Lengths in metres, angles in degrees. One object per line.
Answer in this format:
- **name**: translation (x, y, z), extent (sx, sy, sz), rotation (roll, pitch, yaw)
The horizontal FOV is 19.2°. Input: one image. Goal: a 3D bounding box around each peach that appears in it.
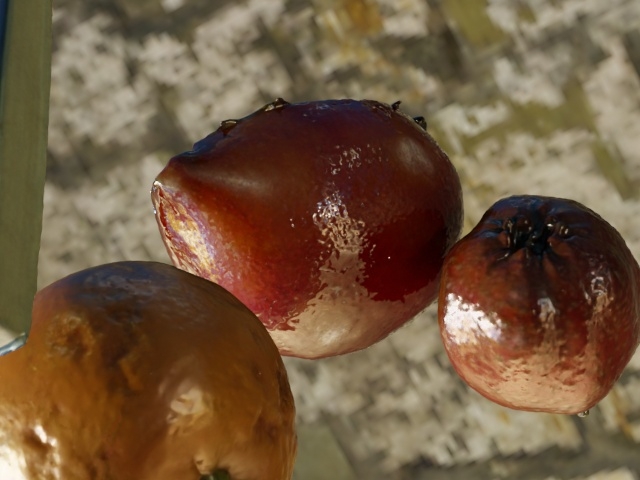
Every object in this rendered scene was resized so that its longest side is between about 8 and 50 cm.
- **peach**: translation (0.000, 0.000, 1.879), extent (0.361, 0.201, 0.258), rotation (6, -46, -49)

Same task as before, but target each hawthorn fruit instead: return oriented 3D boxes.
- **hawthorn fruit**: translation (0.219, 0.081, 1.838), extent (0.205, 0.253, 0.205), rotation (-10, 40, 8)

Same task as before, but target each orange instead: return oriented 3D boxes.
- **orange**: translation (-0.146, 0.146, 1.465), extent (0.261, 0.261, 0.261), rotation (-27, 15, 8)

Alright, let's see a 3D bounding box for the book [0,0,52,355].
- **book**: translation (-0.317, -0.014, 1.012), extent (0.428, 0.039, 0.300), rotation (-21, 52, 27)
